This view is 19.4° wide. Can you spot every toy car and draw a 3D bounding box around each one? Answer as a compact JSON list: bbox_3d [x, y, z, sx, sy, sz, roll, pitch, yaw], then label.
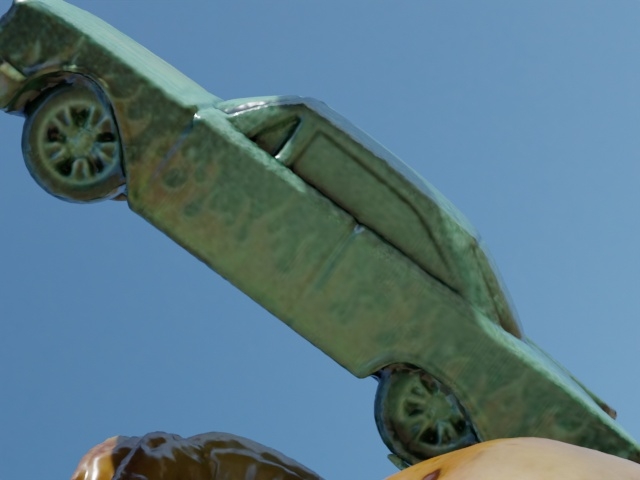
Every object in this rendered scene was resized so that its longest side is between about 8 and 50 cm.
[{"bbox_3d":[0.000,0.000,0.798,0.097,0.321,0.141,-53,-2,4],"label":"toy car"}]

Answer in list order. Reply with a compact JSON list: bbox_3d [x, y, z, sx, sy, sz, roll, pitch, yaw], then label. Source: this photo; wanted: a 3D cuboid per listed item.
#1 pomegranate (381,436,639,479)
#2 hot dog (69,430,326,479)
[{"bbox_3d":[0.070,0.155,0.569,0.191,0.191,0.191,-41,-37,-40],"label":"pomegranate"},{"bbox_3d":[-0.035,0.212,0.788,0.196,0.122,0.272,-3,-99,-31],"label":"hot dog"}]
